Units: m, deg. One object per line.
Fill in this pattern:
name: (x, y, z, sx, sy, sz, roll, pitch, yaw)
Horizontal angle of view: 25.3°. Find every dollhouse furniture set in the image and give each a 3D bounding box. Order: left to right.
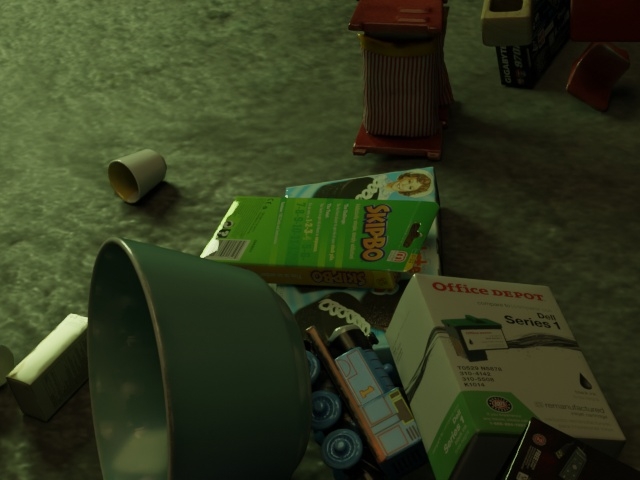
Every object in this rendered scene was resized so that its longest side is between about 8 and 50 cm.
dollhouse furniture set: (0.229, -0.224, 1.810, 0.374, 0.201, 0.152, 2, 38, 11)

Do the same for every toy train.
toy train: (0.034, 0.163, 1.419, 0.105, 0.080, 0.184, -28, 59, -3)

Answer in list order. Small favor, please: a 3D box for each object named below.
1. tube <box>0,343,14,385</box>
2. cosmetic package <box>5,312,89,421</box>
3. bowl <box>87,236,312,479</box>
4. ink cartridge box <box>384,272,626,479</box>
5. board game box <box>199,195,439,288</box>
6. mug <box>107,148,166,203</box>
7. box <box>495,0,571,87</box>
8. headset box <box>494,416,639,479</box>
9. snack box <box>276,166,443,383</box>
tube: (-0.447, 0.129, 1.689, 0.207, 0.052, 0.080, 10, 33, 39)
cosmetic package: (-0.295, 0.142, 1.605, 0.041, 0.060, 0.115, 13, 42, 33)
bowl: (-0.114, 0.144, 1.383, 0.163, 0.312, 0.311, -5, 32, -22)
ink cartridge box: (0.171, 0.137, 1.367, 0.160, 0.093, 0.219, 6, 38, -21)
board game box: (0.000, 0.000, 1.613, 0.259, 0.039, 0.124, 0, 39, 26)
mug: (-0.245, -0.094, 1.901, 0.078, 0.062, 0.064, 26, 44, 33)
box: (0.301, -0.339, 1.945, 0.051, 0.175, 0.220, 11, 44, 30)
headset box: (0.245, 0.303, 1.096, 0.293, 0.110, 0.218, 27, 47, 7)
snack box: (0.046, 0.040, 1.625, 0.187, 0.060, 0.322, -8, 37, 8)
